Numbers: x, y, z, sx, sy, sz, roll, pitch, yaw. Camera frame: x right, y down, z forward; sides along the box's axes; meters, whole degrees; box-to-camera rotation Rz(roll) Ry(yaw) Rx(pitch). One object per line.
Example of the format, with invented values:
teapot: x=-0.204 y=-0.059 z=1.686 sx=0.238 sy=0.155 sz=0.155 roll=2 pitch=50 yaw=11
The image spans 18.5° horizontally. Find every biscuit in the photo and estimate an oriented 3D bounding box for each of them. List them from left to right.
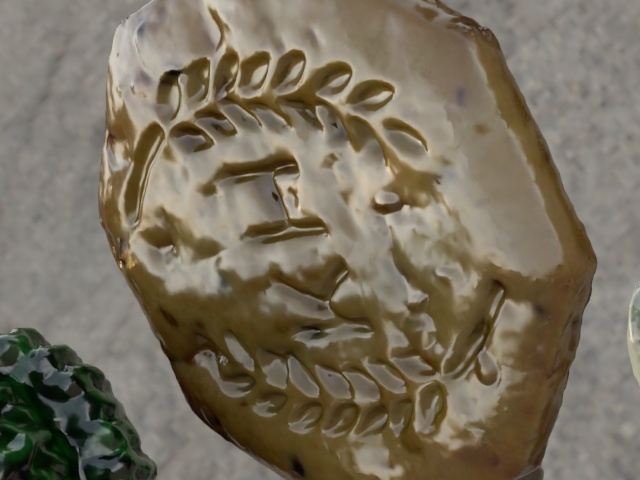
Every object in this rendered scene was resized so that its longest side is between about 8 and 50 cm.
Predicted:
biscuit: x=0.000 y=0.001 z=1.131 sx=0.359 sy=0.359 sz=0.046 roll=-11 pitch=12 yaw=45

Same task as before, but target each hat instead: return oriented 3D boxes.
hat: x=-0.210 y=0.177 z=1.184 sx=0.242 sy=0.274 sz=0.332 roll=-44 pitch=-8 yaw=-5

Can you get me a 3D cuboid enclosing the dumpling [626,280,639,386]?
dumpling: x=0.432 y=0.076 z=1.577 sx=0.395 sy=0.315 sz=0.233 roll=-21 pitch=35 yaw=-9

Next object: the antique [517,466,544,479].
antique: x=0.137 y=0.298 z=2.042 sx=0.257 sy=0.121 sz=0.143 roll=-44 pitch=7 yaw=-10
